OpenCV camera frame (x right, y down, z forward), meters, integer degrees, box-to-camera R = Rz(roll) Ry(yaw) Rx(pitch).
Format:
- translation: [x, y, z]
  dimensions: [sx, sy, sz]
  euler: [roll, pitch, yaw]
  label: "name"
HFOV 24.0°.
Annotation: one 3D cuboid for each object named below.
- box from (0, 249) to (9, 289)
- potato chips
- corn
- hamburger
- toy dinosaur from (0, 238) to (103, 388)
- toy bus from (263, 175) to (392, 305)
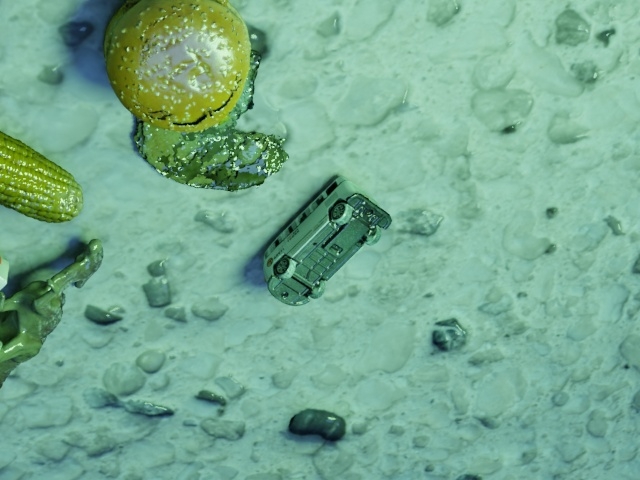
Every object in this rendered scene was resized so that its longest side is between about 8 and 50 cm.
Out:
- translation: [-0.535, 0.081, 1.911]
  dimensions: [0.269, 0.079, 0.135]
  euler: [-42, 125, 11]
  label: "box"
- translation: [-0.134, -0.146, 1.956]
  dimensions: [0.202, 0.029, 0.220]
  euler: [-33, 130, 4]
  label: "potato chips"
- translation: [-0.422, -0.103, 1.812]
  dimensions: [0.320, 0.097, 0.097]
  euler: [28, 111, -40]
  label: "corn"
- translation: [-0.166, -0.227, 1.805]
  dimensions: [0.182, 0.118, 0.191]
  euler: [19, 110, -28]
  label: "hamburger"
- translation: [-0.392, 0.110, 1.984]
  dimensions: [0.294, 0.077, 0.162]
  euler: [-39, 166, 17]
  label: "toy dinosaur"
- translation: [0.000, 0.000, 2.087]
  dimensions: [0.194, 0.089, 0.087]
  euler: [-45, 129, 14]
  label: "toy bus"
